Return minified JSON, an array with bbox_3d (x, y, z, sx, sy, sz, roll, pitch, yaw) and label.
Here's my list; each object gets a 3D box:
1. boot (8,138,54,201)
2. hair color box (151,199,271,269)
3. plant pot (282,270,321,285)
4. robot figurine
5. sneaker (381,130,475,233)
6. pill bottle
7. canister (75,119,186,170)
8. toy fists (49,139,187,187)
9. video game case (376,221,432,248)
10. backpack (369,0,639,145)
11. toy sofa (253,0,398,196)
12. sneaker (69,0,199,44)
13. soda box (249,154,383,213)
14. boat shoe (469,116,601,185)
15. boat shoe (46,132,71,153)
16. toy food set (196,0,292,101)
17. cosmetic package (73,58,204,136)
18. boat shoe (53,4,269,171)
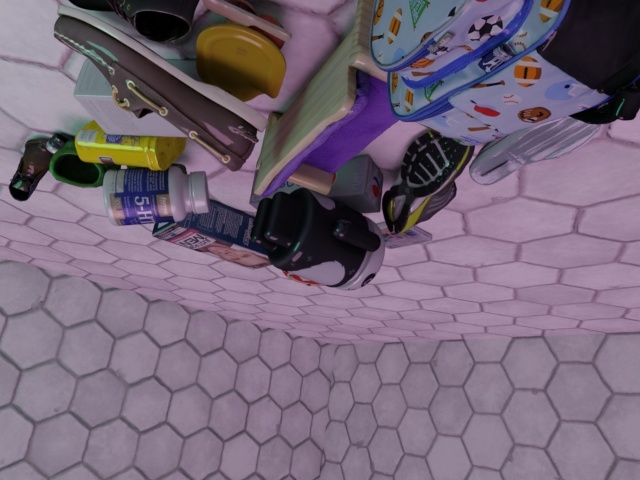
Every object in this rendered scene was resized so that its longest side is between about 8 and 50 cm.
[{"bbox_3d":[-0.686,-0.164,1.182,0.082,0.106,0.219,21,156,-33],"label":"boot"},{"bbox_3d":[-0.283,-0.019,1.428,0.347,0.105,0.173,21,157,-34],"label":"hair color box"},{"bbox_3d":[-0.015,0.022,1.344,0.191,0.174,0.191,7,158,3],"label":"plant pot"},{"bbox_3d":[0.001,0.002,1.001,0.278,0.174,0.209,22,-161,-30],"label":"robot figurine"},{"bbox_3d":[0.224,-0.123,0.983,0.121,0.111,0.300,-17,161,-23],"label":"sneaker"},{"bbox_3d":[-0.319,-0.090,0.976,0.186,0.112,0.112,-5,161,-8],"label":"pill bottle"},{"bbox_3d":[-0.368,-0.194,0.962,0.169,0.126,0.073,6,127,10],"label":"canister"},{"bbox_3d":[-0.430,-0.155,1.076,0.279,0.096,0.142,9,-170,-11],"label":"toy fists"},{"bbox_3d":[0.206,-0.016,1.377,0.143,0.019,0.157,23,156,-36],"label":"video game case"},{"bbox_3d":[0.166,-0.224,0.496,0.213,0.277,0.263,18,164,-14],"label":"backpack"},{"bbox_3d":[0.031,-0.177,0.774,0.150,0.177,0.362,17,157,-23],"label":"toy sofa"},{"bbox_3d":[-0.249,-0.305,0.613,0.221,0.118,0.083,0,159,20],"label":"sneaker"},{"bbox_3d":[-0.011,-0.111,1.092,0.286,0.091,0.098,-3,158,27],"label":"soda box"},{"bbox_3d":[0.345,-0.172,0.821,0.083,0.076,0.226,39,142,-24],"label":"boat shoe"},{"bbox_3d":[-0.545,-0.199,1.125,0.142,0.049,0.040,21,118,-44],"label":"boat shoe"},{"bbox_3d":[-0.105,-0.279,0.700,0.128,0.071,0.218,16,163,-12],"label":"toy food set"},{"bbox_3d":[-0.284,-0.243,0.851,0.230,0.086,0.117,3,159,7],"label":"cosmetic package"},{"bbox_3d":[-0.238,-0.216,0.713,0.324,0.097,0.116,28,-174,-11],"label":"boat shoe"}]
